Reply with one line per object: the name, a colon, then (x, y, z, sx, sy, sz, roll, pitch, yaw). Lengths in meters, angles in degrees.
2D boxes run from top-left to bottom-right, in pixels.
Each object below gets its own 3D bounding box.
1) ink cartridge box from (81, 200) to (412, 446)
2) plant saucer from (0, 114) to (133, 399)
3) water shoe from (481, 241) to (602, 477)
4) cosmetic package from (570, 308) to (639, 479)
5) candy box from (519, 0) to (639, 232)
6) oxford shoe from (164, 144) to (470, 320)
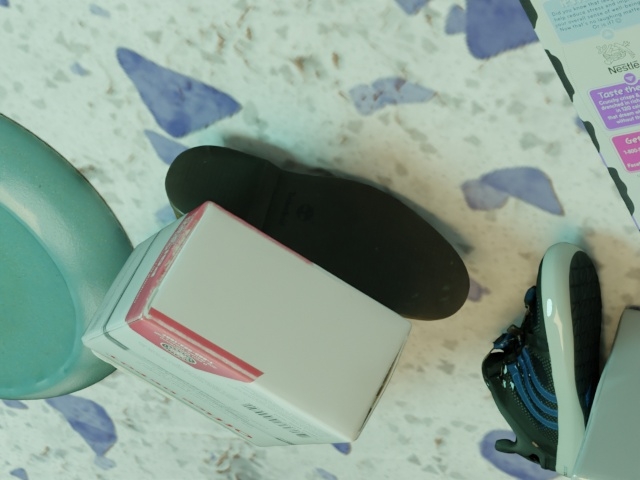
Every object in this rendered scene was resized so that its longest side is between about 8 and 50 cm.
ink cartridge box: (-0.056, 0.063, 1.115, 0.158, 0.092, 0.218, 32, 163, -11)
plant saucer: (-0.288, 0.017, 1.285, 0.318, 0.043, 0.317, 14, 136, 13)
water shoe: (0.143, 0.084, 1.122, 0.080, 0.073, 0.203, 9, 133, 21)
cosmetic package: (0.263, 0.161, 1.080, 0.184, 0.151, 0.151, 11, 135, 17)
candy box: (0.184, -0.107, 0.854, 0.070, 0.165, 0.196, -13, 125, 33)
oxford shoe: (0.000, 0.000, 1.125, 0.212, 0.076, 0.076, 24, 160, 9)
